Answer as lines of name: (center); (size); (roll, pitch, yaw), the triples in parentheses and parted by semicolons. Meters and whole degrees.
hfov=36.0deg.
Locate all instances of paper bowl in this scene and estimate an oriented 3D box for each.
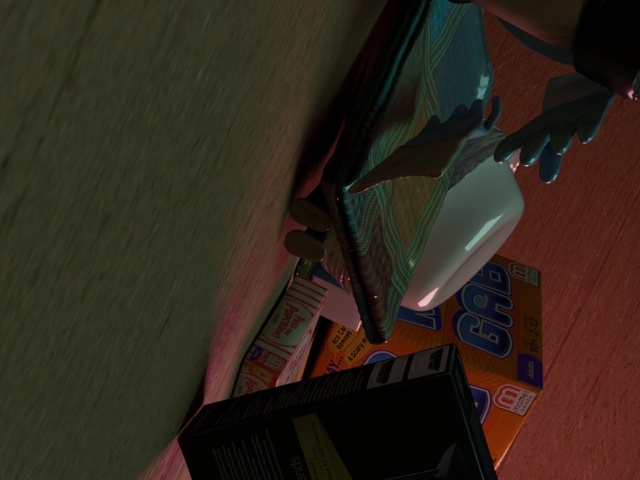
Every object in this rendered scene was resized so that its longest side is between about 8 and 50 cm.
paper bowl: (0.145, -0.023, 1.258); (0.284, 0.148, 0.284); (-42, 164, -15)

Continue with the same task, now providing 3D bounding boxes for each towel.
towel: (0.102, -0.113, 0.988); (0.271, 0.040, 0.370); (71, 36, -52)

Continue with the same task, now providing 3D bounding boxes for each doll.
doll: (0.023, -0.067, 0.936); (0.189, 0.046, 0.129); (-60, 166, -47)

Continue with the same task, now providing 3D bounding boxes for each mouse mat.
mouse mat: (0.000, 0.000, 1.242); (0.190, 0.007, 0.153); (95, 20, -72)

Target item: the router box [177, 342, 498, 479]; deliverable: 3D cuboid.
router box: (0.043, 0.268, 0.857); (0.081, 0.242, 0.309); (-49, 123, -73)

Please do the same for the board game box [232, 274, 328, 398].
board game box: (-0.058, 0.155, 1.144); (0.147, 0.045, 0.194); (-58, 171, -45)

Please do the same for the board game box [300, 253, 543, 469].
board game box: (0.171, 0.223, 1.806); (0.357, 0.356, 0.356); (-71, -178, -57)

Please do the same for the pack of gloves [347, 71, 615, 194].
pack of gloves: (0.157, -0.083, 0.832); (0.232, 0.195, 0.046); (-43, 117, -55)

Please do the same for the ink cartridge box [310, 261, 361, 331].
ink cartridge box: (0.048, 0.038, 1.424); (0.092, 0.089, 0.143); (107, 9, -56)

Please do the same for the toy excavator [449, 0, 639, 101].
toy excavator: (0.317, -0.363, 0.834); (0.445, 0.222, 0.433); (-22, 140, -54)
